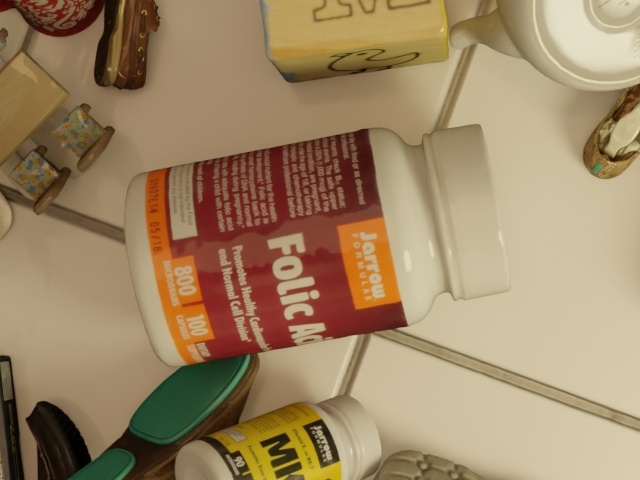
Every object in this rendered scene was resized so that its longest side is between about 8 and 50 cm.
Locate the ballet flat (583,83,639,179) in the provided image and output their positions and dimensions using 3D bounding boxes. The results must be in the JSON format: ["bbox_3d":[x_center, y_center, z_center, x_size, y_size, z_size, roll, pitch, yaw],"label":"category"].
[{"bbox_3d":[0.375,-0.158,1.727,0.073,0.067,0.206,33,90,5],"label":"ballet flat"}]

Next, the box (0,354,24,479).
[{"bbox_3d":[-0.445,0.259,1.778,0.183,0.059,0.232,-7,87,6],"label":"box"}]

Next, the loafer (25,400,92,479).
[{"bbox_3d":[-0.298,0.293,1.752,0.078,0.080,0.220,-23,85,3],"label":"loafer"}]

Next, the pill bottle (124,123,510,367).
[{"bbox_3d":[0.000,0.000,1.672,0.392,0.224,0.224,-11,86,5],"label":"pill bottle"}]

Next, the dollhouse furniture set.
[{"bbox_3d":[-0.392,-0.101,1.699,0.242,0.161,0.212,-43,104,14],"label":"dollhouse furniture set"}]

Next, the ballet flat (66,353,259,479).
[{"bbox_3d":[-0.183,0.261,1.713,0.342,0.116,0.124,-44,126,-26],"label":"ballet flat"}]

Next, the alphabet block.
[{"bbox_3d":[0.035,-0.294,1.704,0.197,0.192,0.193,-8,88,6],"label":"alphabet block"}]

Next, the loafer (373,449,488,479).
[{"bbox_3d":[0.204,0.336,1.706,0.319,0.112,0.111,22,125,4],"label":"loafer"}]

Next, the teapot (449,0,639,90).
[{"bbox_3d":[0.303,-0.301,1.690,0.256,0.187,0.252,5,114,-15],"label":"teapot"}]

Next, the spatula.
[{"bbox_3d":[-0.399,-0.141,1.818,0.168,0.019,0.242,-39,85,7],"label":"spatula"}]

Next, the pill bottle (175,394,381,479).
[{"bbox_3d":[-0.044,0.247,1.674,0.208,0.119,0.119,-18,84,-32],"label":"pill bottle"}]

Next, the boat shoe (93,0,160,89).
[{"bbox_3d":[-0.221,-0.264,1.792,0.060,0.064,0.178,11,89,-25],"label":"boat shoe"}]

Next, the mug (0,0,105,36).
[{"bbox_3d":[-0.331,-0.292,1.743,0.150,0.169,0.113,-43,85,1],"label":"mug"}]
